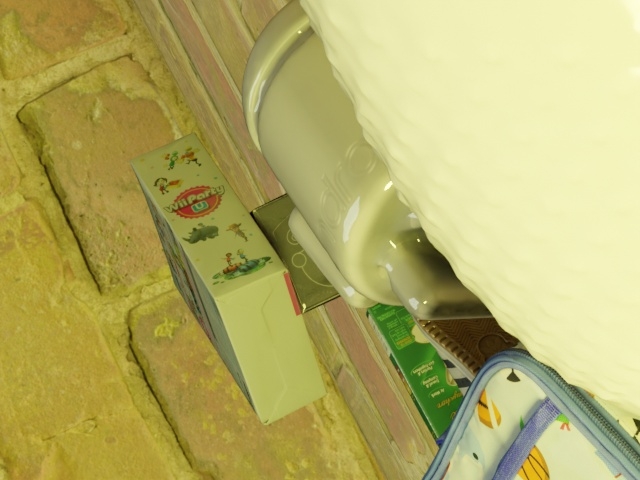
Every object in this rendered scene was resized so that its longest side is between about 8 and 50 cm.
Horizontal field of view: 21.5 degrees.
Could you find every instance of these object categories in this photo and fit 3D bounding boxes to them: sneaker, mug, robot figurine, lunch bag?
[{"bbox_3d":[0.173,0.133,1.730,0.282,0.099,0.153,53,165,36],"label":"sneaker"},{"bbox_3d":[0.185,-0.077,0.656,0.374,0.276,0.328,14,144,37],"label":"mug"},{"bbox_3d":[0.060,-0.087,1.414,0.353,0.200,0.300,56,130,39],"label":"robot figurine"},{"bbox_3d":[0.172,0.183,1.082,0.243,0.115,0.303,46,149,17],"label":"lunch bag"}]

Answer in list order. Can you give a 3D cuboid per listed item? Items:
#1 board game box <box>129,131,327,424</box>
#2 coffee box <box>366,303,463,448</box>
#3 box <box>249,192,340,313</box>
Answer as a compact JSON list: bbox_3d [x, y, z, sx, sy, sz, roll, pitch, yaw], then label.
[{"bbox_3d":[-0.114,0.043,2.052,0.303,0.097,0.224,53,164,46],"label":"board game box"},{"bbox_3d":[0.140,0.132,1.872,0.184,0.113,0.040,60,169,13],"label":"coffee box"},{"bbox_3d":[0.000,0.000,2.118,0.143,0.165,0.270,64,172,-1],"label":"box"}]
